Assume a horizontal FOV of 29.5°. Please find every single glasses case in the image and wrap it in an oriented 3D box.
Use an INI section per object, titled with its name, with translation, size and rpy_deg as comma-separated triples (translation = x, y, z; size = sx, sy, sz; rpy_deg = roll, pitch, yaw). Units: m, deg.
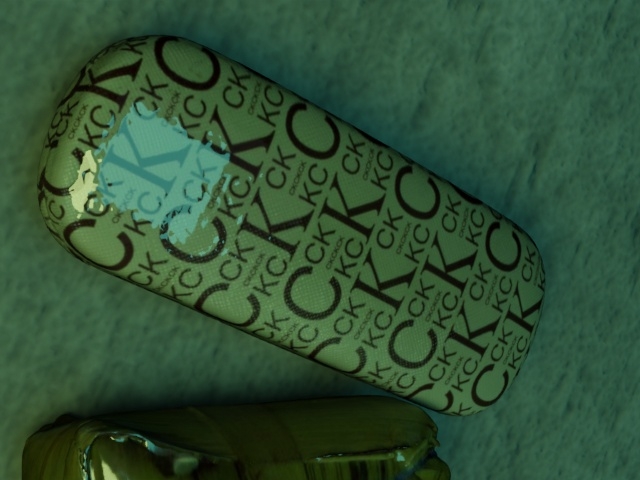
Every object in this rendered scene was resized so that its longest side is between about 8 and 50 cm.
[glasses case]
translation = 0.000, 0.000, 0.725
size = 0.354, 0.085, 0.137
rpy_deg = 26, 84, -33

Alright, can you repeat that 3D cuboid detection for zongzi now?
[zongzi]
translation = -0.037, 0.234, 0.680
size = 0.260, 0.123, 0.289
rpy_deg = 2, 77, -33
